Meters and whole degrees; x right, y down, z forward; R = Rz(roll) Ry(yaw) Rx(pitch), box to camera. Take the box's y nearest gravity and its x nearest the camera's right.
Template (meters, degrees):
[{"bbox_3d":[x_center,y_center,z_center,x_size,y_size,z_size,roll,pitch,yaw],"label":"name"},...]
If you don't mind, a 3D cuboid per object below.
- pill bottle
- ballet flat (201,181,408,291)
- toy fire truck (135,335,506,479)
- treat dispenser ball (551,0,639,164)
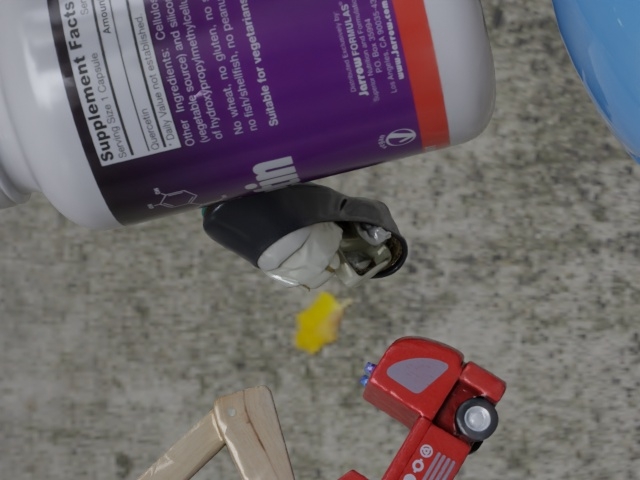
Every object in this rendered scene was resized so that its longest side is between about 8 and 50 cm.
[{"bbox_3d":[-0.068,-0.112,0.888,0.322,0.181,0.182,-14,76,4],"label":"pill bottle"},{"bbox_3d":[0.000,0.000,1.014,0.074,0.203,0.074,-2,86,31],"label":"ballet flat"},{"bbox_3d":[-0.015,0.113,0.680,0.135,0.047,0.192,31,74,6],"label":"toy fire truck"},{"bbox_3d":[0.230,-0.127,0.568,0.288,0.288,0.288,-3,85,38],"label":"treat dispenser ball"}]
